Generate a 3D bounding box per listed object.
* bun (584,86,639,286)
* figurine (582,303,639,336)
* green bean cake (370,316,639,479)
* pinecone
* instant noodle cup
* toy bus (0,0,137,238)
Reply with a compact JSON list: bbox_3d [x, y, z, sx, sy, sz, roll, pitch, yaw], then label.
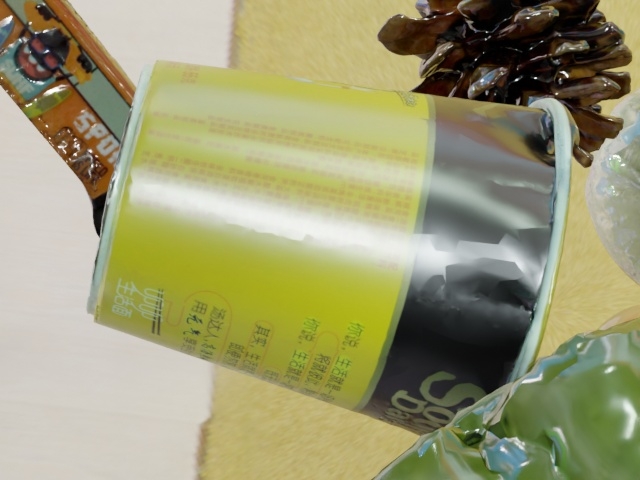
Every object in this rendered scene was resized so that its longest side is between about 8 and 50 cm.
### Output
[{"bbox_3d":[0.416,-0.061,1.678,0.272,0.168,0.273,-2,79,8],"label":"bun"},{"bbox_3d":[0.361,0.185,1.675,0.222,0.324,0.124,18,129,15],"label":"figurine"},{"bbox_3d":[0.052,0.194,0.498,0.335,0.319,0.218,-38,60,-7],"label":"green bean cake"},{"bbox_3d":[0.173,-0.144,1.421,0.229,0.202,0.201,-19,74,37],"label":"pinecone"},{"bbox_3d":[0.000,0.000,0.860,0.236,0.215,0.216,13,89,-5],"label":"instant noodle cup"},{"bbox_3d":[-0.206,-0.128,1.161,0.092,0.093,0.409,-38,104,1],"label":"toy bus"}]
